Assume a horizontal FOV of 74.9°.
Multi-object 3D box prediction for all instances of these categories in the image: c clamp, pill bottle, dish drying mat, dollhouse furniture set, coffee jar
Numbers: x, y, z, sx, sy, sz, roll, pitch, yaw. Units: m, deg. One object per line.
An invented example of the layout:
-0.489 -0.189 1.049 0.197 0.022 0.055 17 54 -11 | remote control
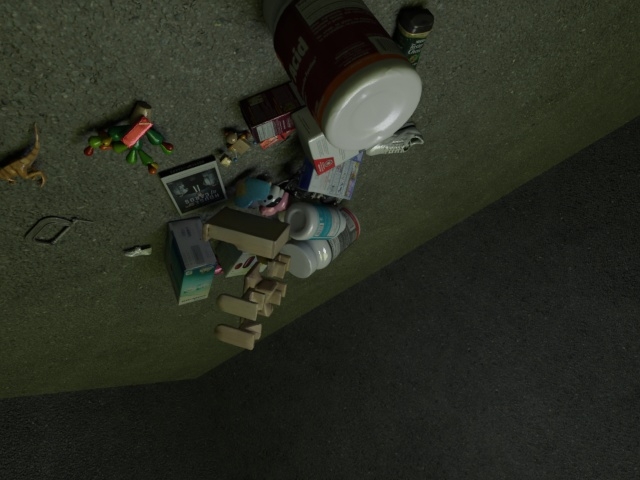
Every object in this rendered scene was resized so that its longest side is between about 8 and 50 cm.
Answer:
-0.814 -0.026 1.292 0.161 0.022 0.137 -34 157 14 | c clamp
0.030 -0.412 0.921 0.224 0.391 0.224 -23 156 -11 | pill bottle
-0.454 -0.268 1.034 0.083 0.008 0.032 -47 135 -3 | dish drying mat
-0.281 0.112 1.521 0.362 0.257 0.393 -59 162 -61 | dollhouse furniture set
0.000 0.000 1.863 0.363 0.210 0.210 -38 169 -40 | pill bottle
0.258 -0.579 1.224 0.096 0.079 0.184 -19 156 -19 | coffee jar
-0.009 -0.073 1.649 0.146 0.146 0.264 -41 157 29 | pill bottle

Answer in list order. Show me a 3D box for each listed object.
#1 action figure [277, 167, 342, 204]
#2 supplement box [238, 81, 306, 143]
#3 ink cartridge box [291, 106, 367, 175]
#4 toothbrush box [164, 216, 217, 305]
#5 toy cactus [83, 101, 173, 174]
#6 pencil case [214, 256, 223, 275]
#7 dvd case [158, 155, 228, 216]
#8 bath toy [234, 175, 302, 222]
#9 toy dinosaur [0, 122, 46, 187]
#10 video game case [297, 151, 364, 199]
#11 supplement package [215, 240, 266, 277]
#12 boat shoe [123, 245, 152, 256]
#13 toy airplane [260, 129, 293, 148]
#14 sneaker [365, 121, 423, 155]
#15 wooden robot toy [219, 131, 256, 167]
-0.032 -0.218 1.563 0.276 0.164 0.140 12 92 -47 | action figure
-0.125 -0.372 1.208 0.188 0.104 0.080 -24 158 -7 | supplement box
0.074 -0.339 1.229 0.273 0.114 0.197 -28 159 -2 | ink cartridge box
-0.509 0.084 1.617 0.126 0.216 0.295 -13 155 -29 | toothbrush box
-0.476 -0.265 1.077 0.219 0.112 0.180 5 132 -36 | toy cactus
-0.455 0.117 1.915 0.210 0.095 0.098 -14 171 -23 | pencil case
-0.417 -0.177 1.401 0.180 0.029 0.238 -22 156 -12 | dvd case
-0.190 -0.141 1.597 0.348 0.152 0.128 22 89 -66 | bath toy
-0.722 -0.180 1.013 0.212 0.064 0.112 -30 156 5 | toy dinosaur
0.050 -0.290 1.451 0.244 0.061 0.269 4 105 -50 | video game case
-0.316 0.038 1.816 0.194 0.149 0.203 -8 151 -39 | supplement package
-0.683 0.036 1.565 0.100 0.035 0.035 -4 121 -36 | boat shoe
-0.142 -0.354 1.327 0.151 0.028 0.151 -24 156 -11 | toy airplane
0.291 -0.386 1.655 0.235 0.094 0.090 -24 159 -4 | sneaker
-0.261 -0.304 1.270 0.173 0.076 0.079 -32 134 29 | wooden robot toy
